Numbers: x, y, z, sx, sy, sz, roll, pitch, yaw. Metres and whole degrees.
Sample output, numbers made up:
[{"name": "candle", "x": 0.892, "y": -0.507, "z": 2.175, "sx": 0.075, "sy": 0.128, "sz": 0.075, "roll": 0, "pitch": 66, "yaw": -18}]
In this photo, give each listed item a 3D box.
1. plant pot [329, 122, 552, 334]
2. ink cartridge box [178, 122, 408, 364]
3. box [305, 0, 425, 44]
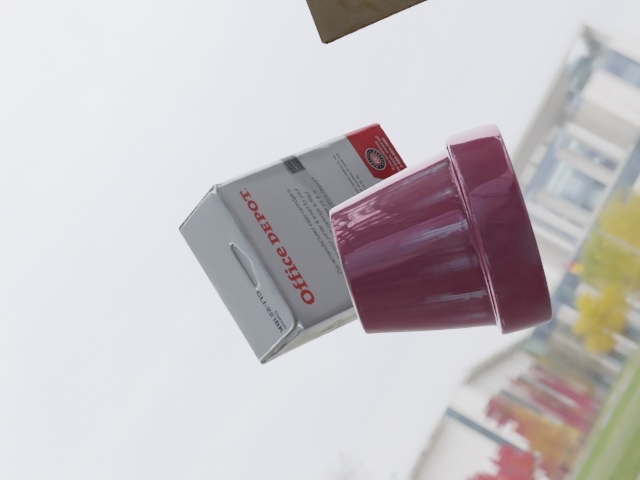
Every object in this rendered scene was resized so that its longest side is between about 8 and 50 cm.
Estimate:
[{"name": "plant pot", "x": 0.111, "y": 0.006, "z": 1.456, "sx": 0.201, "sy": 0.180, "sz": 0.201, "roll": -16, "pitch": -90, "yaw": -87}, {"name": "ink cartridge box", "x": 0.000, "y": 0.000, "z": 1.778, "sx": 0.273, "sy": 0.197, "sz": 0.114, "roll": -23, "pitch": -14, "yaw": -40}, {"name": "box", "x": 0.039, "y": -0.318, "z": 1.491, "sx": 0.164, "sy": 0.201, "sz": 0.021, "roll": -21, "pitch": -2, "yaw": 19}]
